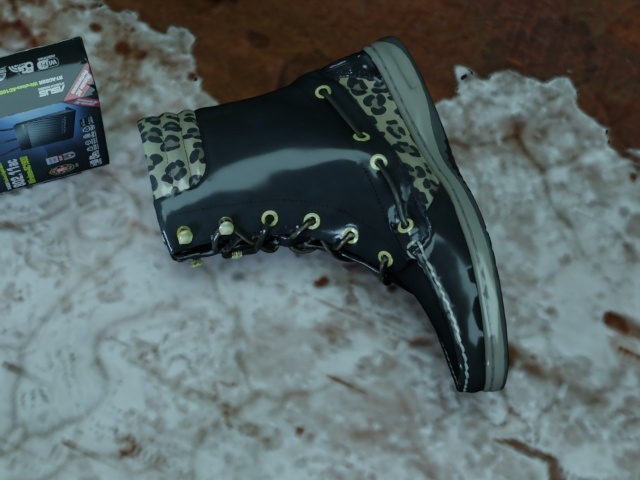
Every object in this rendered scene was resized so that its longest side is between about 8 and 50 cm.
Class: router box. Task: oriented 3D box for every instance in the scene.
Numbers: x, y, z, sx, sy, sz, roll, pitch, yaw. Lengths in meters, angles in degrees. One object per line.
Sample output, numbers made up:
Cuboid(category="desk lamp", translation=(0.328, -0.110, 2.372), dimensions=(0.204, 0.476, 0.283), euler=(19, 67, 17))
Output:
Cuboid(category="router box", translation=(-0.174, -0.068, 0.790), dimensions=(0.092, 0.122, 0.038), euler=(-16, 76, -9))

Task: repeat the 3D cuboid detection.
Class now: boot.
Cuboid(category="boot", translation=(0.000, 0.000, 0.799), dimensions=(0.179, 0.085, 0.236), euler=(-15, 65, -7))
